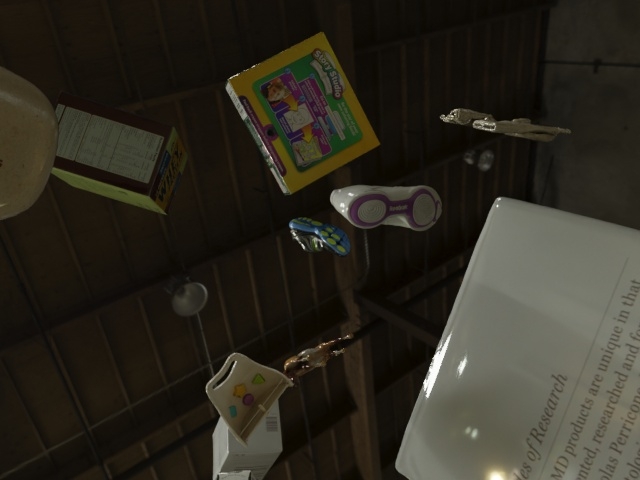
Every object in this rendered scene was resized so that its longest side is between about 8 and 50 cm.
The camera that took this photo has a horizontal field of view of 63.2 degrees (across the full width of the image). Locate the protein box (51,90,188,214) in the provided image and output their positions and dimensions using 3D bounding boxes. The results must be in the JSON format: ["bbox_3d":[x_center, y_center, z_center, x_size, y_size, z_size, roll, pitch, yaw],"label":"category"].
[{"bbox_3d":[-0.379,-0.154,0.982,0.201,0.200,0.135,17,-98,-5],"label":"protein box"}]

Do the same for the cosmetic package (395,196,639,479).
[{"bbox_3d":[0.366,0.181,0.537,0.330,0.394,0.327,14,-83,-46],"label":"cosmetic package"}]

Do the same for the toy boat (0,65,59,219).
[{"bbox_3d":[-0.426,-0.046,0.518,0.318,0.148,0.267,-64,-21,11],"label":"toy boat"}]

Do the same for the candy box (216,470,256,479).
[{"bbox_3d":[-0.147,0.557,0.960,0.070,0.196,0.164,-9,-49,7],"label":"candy box"}]

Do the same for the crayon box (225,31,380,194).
[{"bbox_3d":[-0.049,-0.365,1.520,0.313,0.106,0.362,-31,-79,-12],"label":"crayon box"}]

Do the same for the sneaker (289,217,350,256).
[{"bbox_3d":[0.000,0.000,1.302,0.067,0.188,0.078,-31,-49,-41],"label":"sneaker"}]

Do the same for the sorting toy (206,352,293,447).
[{"bbox_3d":[-0.085,0.164,0.567,0.083,0.045,0.075,-50,-64,-26],"label":"sorting toy"}]

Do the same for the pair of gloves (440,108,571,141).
[{"bbox_3d":[0.397,-0.258,1.148,0.204,0.240,0.042,6,-74,-18],"label":"pair of gloves"}]

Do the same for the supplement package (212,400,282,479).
[{"bbox_3d":[-0.197,0.524,1.353,0.134,0.139,0.244,6,-41,-18],"label":"supplement package"}]

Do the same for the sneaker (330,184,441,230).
[{"bbox_3d":[0.166,-0.096,1.275,0.305,0.152,0.114,2,-73,-32],"label":"sneaker"}]

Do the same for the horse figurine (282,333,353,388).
[{"bbox_3d":[-0.020,0.330,1.438,0.263,0.174,0.066,-20,-98,-45],"label":"horse figurine"}]
